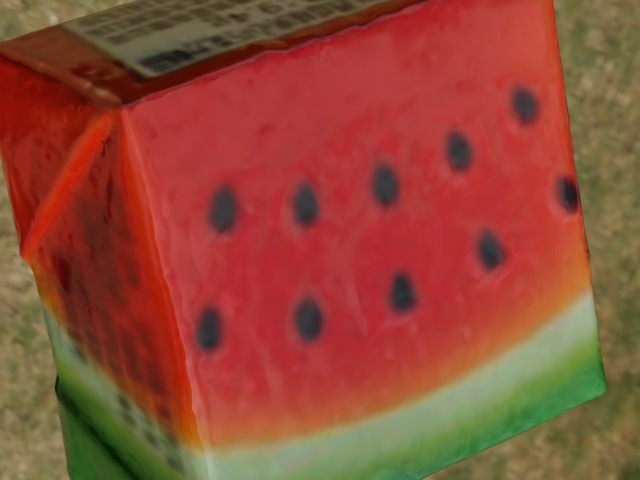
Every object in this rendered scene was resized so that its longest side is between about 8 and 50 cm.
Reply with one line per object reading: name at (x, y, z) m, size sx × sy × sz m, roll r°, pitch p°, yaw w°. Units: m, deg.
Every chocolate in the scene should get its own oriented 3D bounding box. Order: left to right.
chocolate at (0.000, 0.000, 1.176) m, size 0.360 × 0.161 × 0.341 m, roll -21°, pitch 112°, yaw -27°
